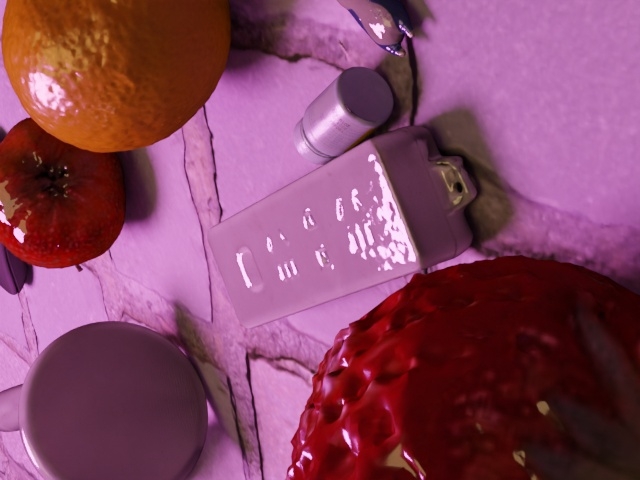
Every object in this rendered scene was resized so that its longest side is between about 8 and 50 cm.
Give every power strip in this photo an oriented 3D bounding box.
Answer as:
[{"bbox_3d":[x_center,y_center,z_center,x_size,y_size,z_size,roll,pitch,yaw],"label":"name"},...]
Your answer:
[{"bbox_3d":[0.000,0.000,0.928,0.338,0.058,0.098,-25,87,58],"label":"power strip"}]

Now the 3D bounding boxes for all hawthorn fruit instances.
[{"bbox_3d":[-0.283,-0.040,1.265,0.162,0.163,0.203,65,163,7],"label":"hawthorn fruit"}]

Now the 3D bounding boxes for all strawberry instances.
[{"bbox_3d":[0.103,0.160,0.666,0.310,0.292,0.291,-43,71,49],"label":"strawberry"}]

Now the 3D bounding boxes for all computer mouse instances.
[{"bbox_3d":[-0.431,-0.034,1.553,0.120,0.057,0.232,40,137,39],"label":"computer mouse"}]

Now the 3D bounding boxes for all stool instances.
[{"bbox_3d":[-0.239,0.208,1.280,0.195,0.195,0.198,62,149,11],"label":"stool"}]

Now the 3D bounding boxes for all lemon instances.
[{"bbox_3d":[-0.163,-0.169,0.961,0.187,0.187,0.244,60,146,15],"label":"lemon"}]

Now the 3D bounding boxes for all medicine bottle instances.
[{"bbox_3d":[0.015,-0.089,0.864,0.047,0.047,0.083,64,148,8],"label":"medicine bottle"}]

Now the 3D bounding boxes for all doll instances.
[{"bbox_3d":[0.024,-0.172,0.821,0.125,0.027,0.037,50,136,28],"label":"doll"}]
